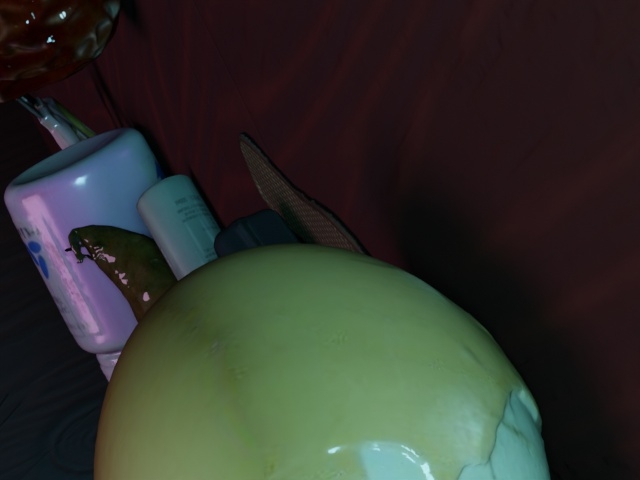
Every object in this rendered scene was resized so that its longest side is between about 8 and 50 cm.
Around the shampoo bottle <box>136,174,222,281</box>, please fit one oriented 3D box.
[{"bbox_3d":[-0.088,0.036,1.380,0.195,0.056,0.056,59,169,20],"label":"shampoo bottle"}]

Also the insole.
[{"bbox_3d":[0.000,0.000,0.990,0.253,0.005,0.086,46,161,57],"label":"insole"}]

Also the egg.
[{"bbox_3d":[-0.004,0.102,0.727,0.244,0.201,0.201,53,167,48],"label":"egg"}]

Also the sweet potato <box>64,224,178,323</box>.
[{"bbox_3d":[-0.082,0.134,1.410,0.423,0.130,0.130,58,169,27],"label":"sweet potato"}]

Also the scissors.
[{"bbox_3d":[-0.289,-0.133,1.674,0.317,0.024,0.160,39,-173,-37],"label":"scissors"}]

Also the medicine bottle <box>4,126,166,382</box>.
[{"bbox_3d":[-0.188,0.031,1.589,0.254,0.152,0.152,66,169,-15],"label":"medicine bottle"}]

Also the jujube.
[{"bbox_3d":[-0.268,-0.175,1.248,0.155,0.230,0.155,-24,-90,-83],"label":"jujube"}]

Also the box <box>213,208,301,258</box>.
[{"bbox_3d":[0.015,0.095,1.022,0.230,0.050,0.160,51,168,42],"label":"box"}]
